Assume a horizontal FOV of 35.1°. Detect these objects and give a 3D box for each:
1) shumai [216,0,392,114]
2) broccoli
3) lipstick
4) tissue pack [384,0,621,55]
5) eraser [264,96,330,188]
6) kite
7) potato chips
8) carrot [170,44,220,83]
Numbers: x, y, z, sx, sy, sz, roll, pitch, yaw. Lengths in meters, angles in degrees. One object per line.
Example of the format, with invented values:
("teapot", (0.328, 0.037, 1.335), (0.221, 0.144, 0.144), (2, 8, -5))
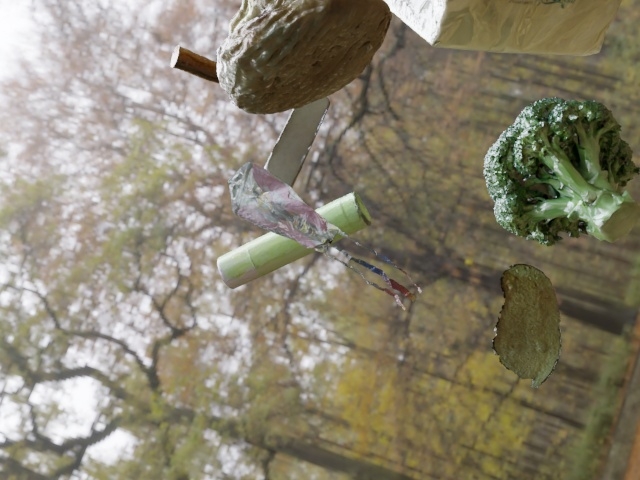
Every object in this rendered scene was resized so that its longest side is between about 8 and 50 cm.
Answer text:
("shumai", (-0.034, -0.250, 1.150), (0.209, 0.153, 0.161), (-34, -19, 26))
("broccoli", (0.396, -0.096, 1.594), (0.270, 0.270, 0.270), (-14, -55, -21))
("lipstick", (-0.050, 0.000, 1.937), (0.076, 0.304, 0.076), (60, -168, -22))
("tissue pack", (0.309, -0.473, 1.794), (0.297, 0.380, 0.207), (-122, 38, -47))
("eraser", (-0.062, -0.212, 2.275), (0.111, 0.077, 0.352), (121, 173, -55))
("kite", (0.002, -0.003, 1.640), (0.022, 0.360, 0.204), (-55, -2, -24))
("potato chips", (0.347, 0.147, 1.714), (0.209, 0.142, 0.026), (65, 171, -6))
("carrot", (-0.226, -0.336, 1.990), (0.048, 0.139, 0.048), (-38, 42, 45))
